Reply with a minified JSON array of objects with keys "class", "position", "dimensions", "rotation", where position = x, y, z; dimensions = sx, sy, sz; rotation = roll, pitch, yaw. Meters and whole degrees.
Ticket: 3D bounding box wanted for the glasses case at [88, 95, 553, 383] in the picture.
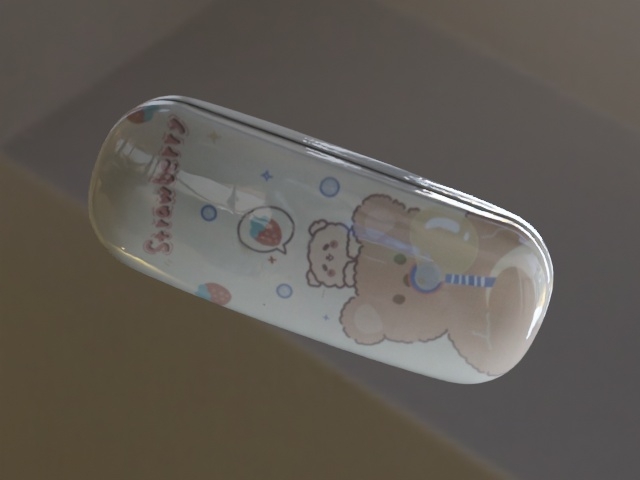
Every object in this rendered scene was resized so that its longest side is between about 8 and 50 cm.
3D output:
[{"class":"glasses case","position":[0.000,0.000,0.808],"dimensions":[0.204,0.081,0.051],"rotation":[18,-161,0]}]
